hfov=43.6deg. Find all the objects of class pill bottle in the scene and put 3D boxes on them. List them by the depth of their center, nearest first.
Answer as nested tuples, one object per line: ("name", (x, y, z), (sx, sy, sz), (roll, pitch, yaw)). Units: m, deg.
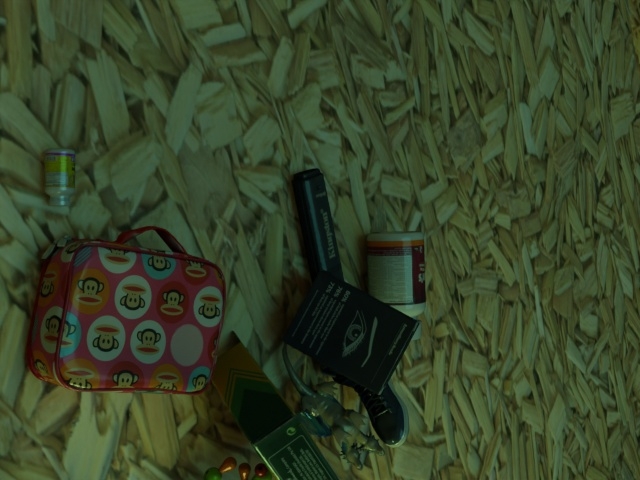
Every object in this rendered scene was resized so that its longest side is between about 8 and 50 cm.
("pill bottle", (-0.384, -0.092, 1.179), (0.043, 0.043, 0.083), (0, 91, -45))
("pill bottle", (0.158, 0.093, 1.669), (0.121, 0.121, 0.221), (-5, 94, -45))

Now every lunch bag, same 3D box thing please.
("lunch bag", (-0.284, 0.103, 1.226), (0.293, 0.120, 0.258), (15, 79, -44))

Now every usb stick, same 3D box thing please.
("usb stick", (0.000, 0.000, 1.563), (0.077, 0.045, 0.278), (-22, 105, -42))

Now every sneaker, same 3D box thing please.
("sneaker", (0.081, 0.293, 1.570), (0.163, 0.086, 0.226), (26, 34, -44))

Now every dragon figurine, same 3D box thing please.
("dragon figurine", (0.007, 0.326, 1.527), (0.289, 0.144, 0.085), (42, 70, 6))

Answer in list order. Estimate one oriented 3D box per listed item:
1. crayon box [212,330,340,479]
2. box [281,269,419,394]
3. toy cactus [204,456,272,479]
("crayon box", (-0.084, 0.305, 1.333), (0.083, 0.323, 0.203), (-34, 117, -10))
("box", (0.057, 0.167, 1.475), (0.153, 0.207, 0.108), (-60, 172, -2))
("toy cactus", (-0.166, 0.447, 1.339), (0.219, 0.112, 0.180), (-36, 153, -4))
